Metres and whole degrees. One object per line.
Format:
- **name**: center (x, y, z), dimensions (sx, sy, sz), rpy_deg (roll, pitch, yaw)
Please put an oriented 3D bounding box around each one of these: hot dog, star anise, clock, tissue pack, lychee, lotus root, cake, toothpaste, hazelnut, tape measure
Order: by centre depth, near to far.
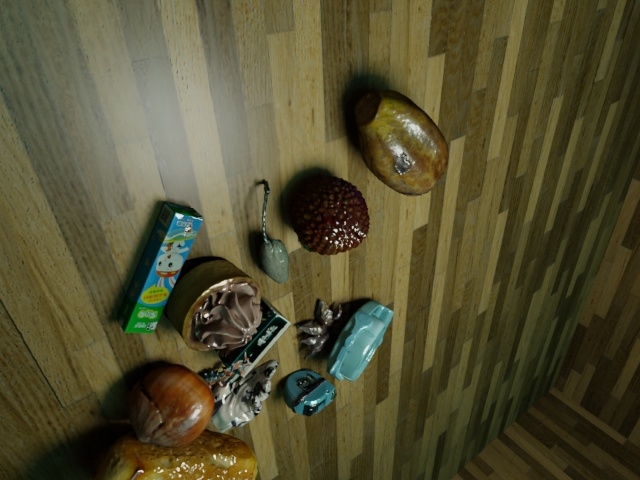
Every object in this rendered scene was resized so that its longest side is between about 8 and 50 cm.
- **toothpaste**: center (-0.314, 0.057, 0.935), dimensions (0.065, 0.050, 0.267), rpy_deg (13, 108, -48)
- **cake**: center (-0.211, 0.153, 1.000), dimensions (0.207, 0.178, 0.185), rpy_deg (6, 113, -40)
- **hazelnut**: center (-0.326, 0.363, 1.047), dimensions (0.182, 0.182, 0.182), rpy_deg (-22, 130, -30)
- **lychee**: center (0.028, -0.051, 1.073), dimensions (0.188, 0.188, 0.188), rpy_deg (-22, 130, -30)
- **lotus root**: center (0.175, -0.216, 1.093), dimensions (0.193, 0.193, 0.291), rpy_deg (-51, 138, -2)
- **hot dog**: center (-0.352, 0.538, 1.097), dimensions (0.405, 0.223, 0.185), rpy_deg (22, 81, -46)
- **tissue pack**: center (-0.164, 0.225, 1.140), dimensions (0.170, 0.103, 0.090), rpy_deg (-48, 134, -6)
- **star anise**: center (0.020, 0.246, 1.347), dimensions (0.182, 0.065, 0.195), rpy_deg (-32, 126, -29)
- **clock**: center (0.107, 0.300, 1.369), dimensions (0.224, 0.094, 0.274), rpy_deg (-66, 163, 15)
- **tape measure**: center (-0.040, 0.434, 1.373), dimensions (0.146, 0.125, 0.081), rpy_deg (-24, 134, -45)

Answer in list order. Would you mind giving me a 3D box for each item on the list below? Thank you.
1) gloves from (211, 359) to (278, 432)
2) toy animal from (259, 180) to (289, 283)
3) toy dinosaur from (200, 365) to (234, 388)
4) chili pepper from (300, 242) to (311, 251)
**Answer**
- **gloves**: center (-0.189, 0.382, 1.219), dimensions (0.212, 0.127, 0.111), rpy_deg (-36, 144, -13)
- **toy animal**: center (-0.111, 0.001, 1.057), dimensions (0.070, 0.079, 0.253), rpy_deg (-24, 129, -20)
- **toy dinosaur**: center (-0.272, 0.343, 1.160), dimensions (0.154, 0.049, 0.055), rpy_deg (-23, 96, -14)
- **chili pepper**: center (0.000, 0.007, 1.192), dimensions (0.117, 0.035, 0.055), rpy_deg (-9, 139, -33)
